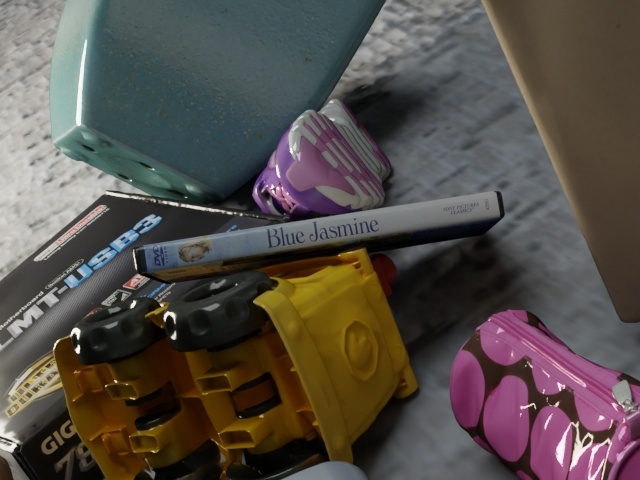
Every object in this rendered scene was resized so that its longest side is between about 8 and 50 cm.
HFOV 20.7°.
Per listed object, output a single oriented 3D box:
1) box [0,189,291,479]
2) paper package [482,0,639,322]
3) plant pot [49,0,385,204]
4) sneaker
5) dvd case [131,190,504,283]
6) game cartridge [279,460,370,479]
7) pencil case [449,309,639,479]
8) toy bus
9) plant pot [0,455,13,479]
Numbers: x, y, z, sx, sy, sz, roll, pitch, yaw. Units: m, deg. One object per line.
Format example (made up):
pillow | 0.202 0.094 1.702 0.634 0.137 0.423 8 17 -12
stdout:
box | -0.194 0.078 1.455 0.295 0.073 0.293 -41 29 -25
paper package | 0.293 -0.121 1.025 0.325 0.309 0.168 -7 28 38
plant pot | -0.119 -0.170 1.590 0.252 0.247 0.248 -66 15 -12
sneaker | -0.009 -0.048 1.439 0.104 0.095 0.236 -35 2 11
dvd case | 0.000 0.000 1.265 0.253 0.022 0.180 -9 -3 0
game cartridge | -0.078 0.249 1.035 0.297 0.062 0.198 -31 29 -4
pencil case | 0.149 0.104 1.009 0.095 0.098 0.209 -35 25 -12
toy bus | -0.043 0.078 1.228 0.220 0.149 0.211 -11 18 39
plant pot | -0.302 0.208 1.232 0.167 0.167 0.165 -19 20 21
